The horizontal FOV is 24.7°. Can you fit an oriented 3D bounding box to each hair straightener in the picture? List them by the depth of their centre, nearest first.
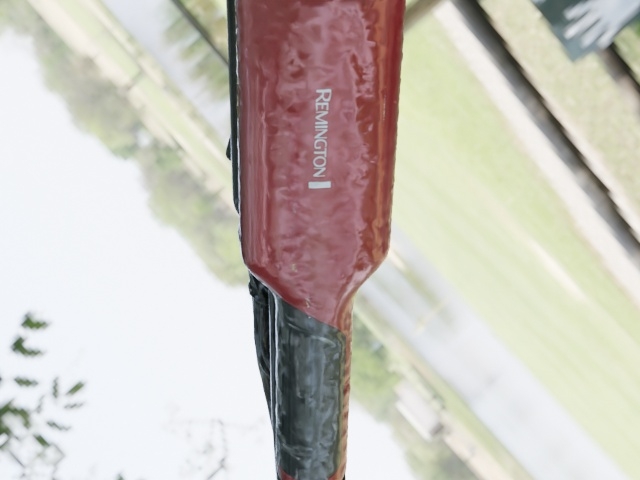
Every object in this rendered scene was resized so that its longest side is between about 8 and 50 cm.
[{"bbox_3d":[0.000,0.000,0.422,0.089,0.047,0.230,-102,5,-52],"label":"hair straightener"}]
